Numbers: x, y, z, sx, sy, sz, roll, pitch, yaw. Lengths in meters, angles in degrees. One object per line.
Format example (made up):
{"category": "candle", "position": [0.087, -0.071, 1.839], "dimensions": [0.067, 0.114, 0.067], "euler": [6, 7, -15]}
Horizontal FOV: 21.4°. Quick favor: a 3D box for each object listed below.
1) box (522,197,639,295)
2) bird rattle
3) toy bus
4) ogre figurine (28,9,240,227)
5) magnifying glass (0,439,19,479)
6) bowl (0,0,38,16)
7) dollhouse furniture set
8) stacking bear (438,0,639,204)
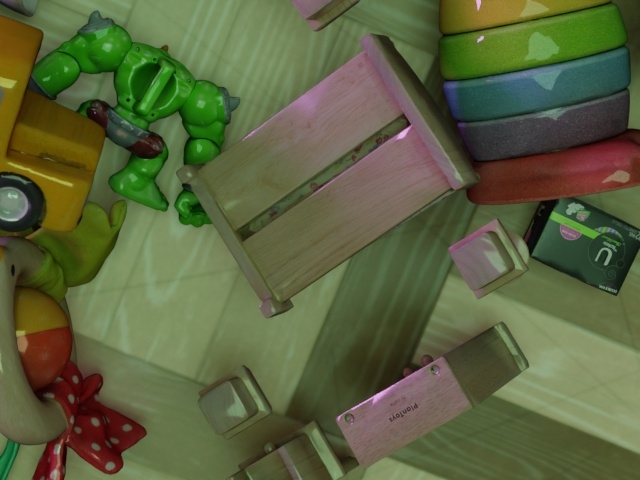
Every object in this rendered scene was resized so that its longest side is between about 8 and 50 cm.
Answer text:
{"category": "box", "position": [0.221, 0.001, 1.436], "dimensions": [0.083, 0.052, 0.062], "euler": [24, 93, -9]}
{"category": "bird rattle", "position": [-0.233, 0.087, 1.338], "dimensions": [0.143, 0.207, 0.253], "euler": [-1, 87, 13]}
{"category": "toy bus", "position": [-0.320, -0.119, 1.255], "dimensions": [0.333, 0.108, 0.130], "euler": [18, 115, -10]}
{"category": "ogre figurine", "position": [-0.150, -0.101, 1.370], "dimensions": [0.197, 0.097, 0.118], "euler": [35, 104, 3]}
{"category": "magnifying glass", "position": [-0.295, 0.224, 1.429], "dimensions": [0.092, 0.026, 0.230], "euler": [-3, 95, -5]}
{"category": "bowl", "position": [-0.235, -0.251, 1.311], "dimensions": [0.053, 0.142, 0.142], "euler": [15, 89, -6]}
{"category": "dollhouse furniture set", "position": [0.000, 0.000, 1.382], "dimensions": [0.303, 0.174, 0.355], "euler": [-33, 83, 19]}
{"category": "stacking bear", "position": [0.170, -0.184, 1.357], "dimensions": [0.164, 0.175, 0.289], "euler": [-9, 97, 16]}
